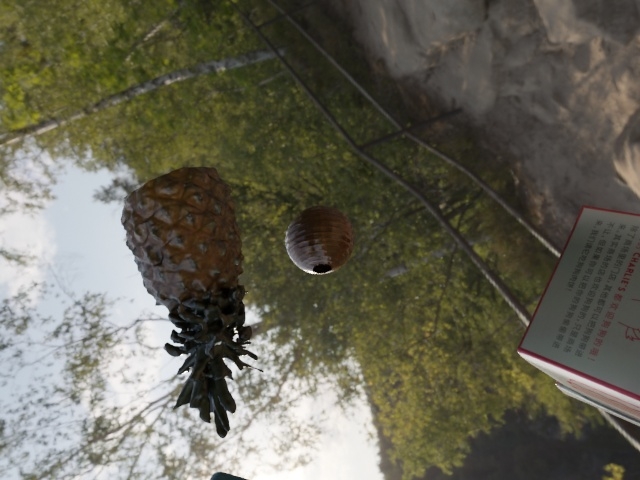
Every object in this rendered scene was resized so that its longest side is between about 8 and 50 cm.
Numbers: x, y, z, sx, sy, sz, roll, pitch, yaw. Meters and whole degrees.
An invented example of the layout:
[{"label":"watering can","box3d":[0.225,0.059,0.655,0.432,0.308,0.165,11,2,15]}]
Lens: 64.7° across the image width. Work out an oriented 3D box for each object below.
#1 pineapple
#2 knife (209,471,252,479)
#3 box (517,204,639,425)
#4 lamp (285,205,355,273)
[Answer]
[{"label":"pineapple","box3d":[-0.156,0.082,0.675,0.169,0.169,0.340,21,-128,-82]},{"label":"knife","box3d":[-0.078,0.389,0.782,0.058,0.244,0.032,64,-146,-24]},{"label":"box","box3d":[0.579,0.153,0.861,0.300,0.314,0.312,33,171,-39]},{"label":"lamp","box3d":[0.000,0.000,0.969,0.136,0.137,0.136,-21,-90,-84]}]
